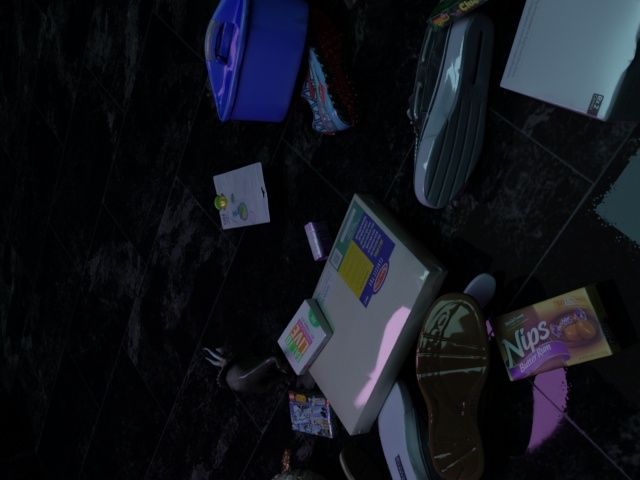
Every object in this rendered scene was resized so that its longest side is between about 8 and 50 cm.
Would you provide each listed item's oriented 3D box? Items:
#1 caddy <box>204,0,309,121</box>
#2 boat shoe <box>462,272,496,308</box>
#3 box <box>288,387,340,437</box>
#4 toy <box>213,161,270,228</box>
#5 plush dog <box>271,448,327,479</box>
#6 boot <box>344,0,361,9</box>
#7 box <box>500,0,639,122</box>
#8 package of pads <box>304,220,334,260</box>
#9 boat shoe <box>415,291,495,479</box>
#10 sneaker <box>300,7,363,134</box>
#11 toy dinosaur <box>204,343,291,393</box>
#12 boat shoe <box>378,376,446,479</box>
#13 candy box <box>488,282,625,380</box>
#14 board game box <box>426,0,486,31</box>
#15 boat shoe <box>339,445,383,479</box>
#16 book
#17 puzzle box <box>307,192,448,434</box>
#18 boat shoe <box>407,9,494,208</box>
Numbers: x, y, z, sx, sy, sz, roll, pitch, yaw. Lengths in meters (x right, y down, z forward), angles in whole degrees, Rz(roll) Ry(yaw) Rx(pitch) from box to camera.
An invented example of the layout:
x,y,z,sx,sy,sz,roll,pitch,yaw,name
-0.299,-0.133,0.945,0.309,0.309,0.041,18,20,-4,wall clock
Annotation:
x,y,z,sx,sy,sz,roll,pitch,yaw,name
-0.147,-0.403,1.410,0.241,0.179,0.341,-104,24,-44,caddy
0.261,0.112,1.210,0.040,0.049,0.142,-95,27,-64,boat shoe
-0.016,0.391,1.555,0.137,0.027,0.094,-4,93,47,box
-0.176,-0.105,1.642,0.237,0.056,0.136,-6,94,52,toy
-0.009,0.561,1.446,0.225,0.262,0.210,-7,69,43,plush dog
0.065,-0.525,1.341,0.106,0.037,0.114,-49,57,54,boot
0.384,-0.279,0.973,0.182,0.119,0.181,32,117,40,box
0.000,0.000,1.470,0.032,0.050,0.083,-29,73,45,package of pads
0.243,0.242,1.188,0.123,0.123,0.342,-2,104,23,boat shoe
-0.008,-0.341,1.397,0.125,0.104,0.261,-21,80,48,sneaker
-0.156,0.309,1.570,0.313,0.160,0.121,-177,78,-70,toy dinosaur
0.190,0.397,1.286,0.108,0.102,0.301,118,149,-41,boat shoe
0.371,0.149,1.092,0.187,0.053,0.109,-29,74,44,candy box
0.278,-0.416,1.036,0.260,0.030,0.136,-15,40,59,board game box
0.100,0.520,1.426,0.190,0.068,0.072,50,144,32,boat shoe
-0.031,0.207,1.464,0.096,0.035,0.144,58,133,33,book
0.083,0.146,1.364,0.272,0.052,0.409,52,130,44,puzzle box
0.213,-0.225,1.184,0.119,0.121,0.335,20,99,52,boat shoe
